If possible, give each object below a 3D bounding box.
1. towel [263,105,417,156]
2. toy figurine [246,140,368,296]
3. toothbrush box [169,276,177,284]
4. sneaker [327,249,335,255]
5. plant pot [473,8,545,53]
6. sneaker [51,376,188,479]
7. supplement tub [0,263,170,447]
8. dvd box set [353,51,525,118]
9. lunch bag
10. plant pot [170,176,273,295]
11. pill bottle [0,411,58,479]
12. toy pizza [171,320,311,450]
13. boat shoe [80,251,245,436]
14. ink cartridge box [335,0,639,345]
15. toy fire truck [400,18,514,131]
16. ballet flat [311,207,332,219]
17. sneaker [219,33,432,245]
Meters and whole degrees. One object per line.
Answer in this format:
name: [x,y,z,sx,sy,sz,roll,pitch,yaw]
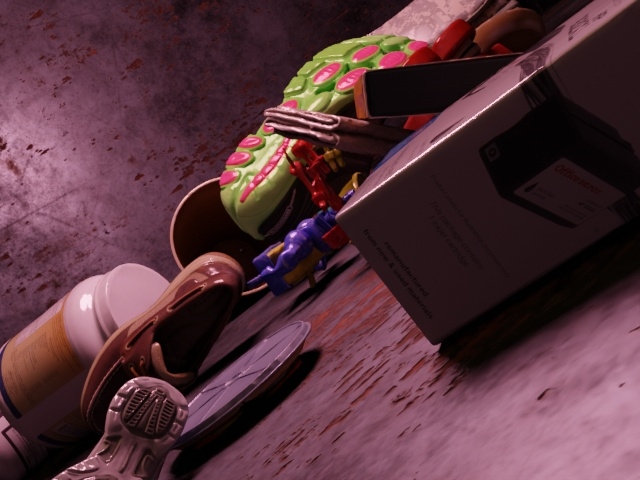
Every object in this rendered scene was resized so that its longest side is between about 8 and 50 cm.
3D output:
towel: [0.077,-0.139,1.366,0.282,0.049,0.187,5,9,-35]
toy figurine: [-0.038,-0.018,1.490,0.217,0.191,0.362,-42,3,14]
toothbrush box: [-0.318,0.168,2.085,0.206,0.122,0.283,-38,6,-1]
sneaker: [0.000,0.000,1.749,0.061,0.053,0.152,-39,5,22]
plant pot: [0.334,-0.327,1.856,0.236,0.032,0.236,-24,-33,-17]
sneaker: [-0.197,0.241,0.915,0.232,0.090,0.115,-55,-10,-47]
supplement tub: [-0.397,0.201,1.727,0.316,0.228,0.228,-35,6,26]
dvd box set: [0.203,-0.207,1.331,0.308,0.062,0.420,-6,7,1]
lunch bag: [0.268,-0.394,2.014,0.305,0.256,0.212,-39,-14,4]
plant pot: [-0.174,0.023,1.985,0.237,0.237,0.254,-39,-9,-13]
pill bottle: [-0.585,0.352,1.953,0.323,0.181,0.181,-41,6,-31]
toy pizza: [-0.083,0.158,1.037,0.201,0.032,0.201,-39,5,4]
boat shoe: [-0.234,0.170,1.448,0.342,0.123,0.123,-46,20,9]
ink cartridge box: [0.186,-0.083,0.758,0.307,0.129,0.223,-36,5,23]
toy fire truck: [0.214,-0.217,1.706,0.302,0.169,0.254,-41,-13,-41]
ballet flat: [0.013,-0.036,1.950,0.188,0.070,0.070,-31,8,31]
sneaker: [0.022,-0.186,1.750,0.483,0.202,0.185,-45,47,-13]
